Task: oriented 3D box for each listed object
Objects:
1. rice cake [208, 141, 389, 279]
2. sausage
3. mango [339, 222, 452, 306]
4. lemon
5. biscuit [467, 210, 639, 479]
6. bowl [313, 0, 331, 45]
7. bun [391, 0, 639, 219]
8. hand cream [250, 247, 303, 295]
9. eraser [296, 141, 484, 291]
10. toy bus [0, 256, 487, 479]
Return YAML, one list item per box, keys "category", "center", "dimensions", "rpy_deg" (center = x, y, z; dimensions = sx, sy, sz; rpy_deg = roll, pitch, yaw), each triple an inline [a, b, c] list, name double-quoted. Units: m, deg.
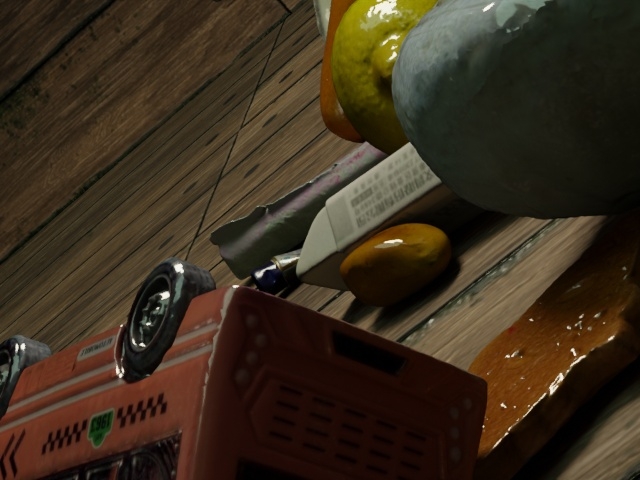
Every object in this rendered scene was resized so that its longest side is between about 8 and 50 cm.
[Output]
- category: "rice cake"
  center: [-0.005, -0.053, 2.127]
  dimensions: [0.290, 0.081, 0.051]
  rpy_deg: [-35, 28, 31]
- category: "sausage"
  center: [0.059, -0.222, 2.065]
  dimensions: [0.105, 0.105, 0.274]
  rpy_deg: [-58, -18, -51]
- category: "mango"
  center: [0.068, 0.019, 1.686]
  dimensions: [0.080, 0.060, 0.114]
  rpy_deg: [-31, 2, -32]
- category: "lemon"
  center: [0.101, -0.167, 1.932]
  dimensions: [0.184, 0.184, 0.248]
  rpy_deg: [-42, -8, 5]
- category: "biscuit"
  center: [0.149, 0.076, 1.272]
  dimensions: [0.183, 0.043, 0.280]
  rpy_deg: [-23, 18, 48]
- category: "bowl"
  center: [0.133, -0.295, 2.182]
  dimensions: [0.157, 0.337, 0.337]
  rpy_deg: [-10, -3, -26]
- category: "bun"
  center: [0.226, -0.150, 1.373]
  dimensions: [0.362, 0.211, 0.362]
  rpy_deg: [-38, 4, 3]
- category: "hand cream"
  center: [0.000, 0.000, 2.043]
  dimensions: [0.163, 0.039, 0.062]
  rpy_deg: [-38, 9, -8]
- category: "eraser"
  center: [0.117, -0.060, 1.713]
  dimensions: [0.352, 0.089, 0.061]
  rpy_deg: [-35, 57, 35]
- category: "toy bus"
  center: [-0.092, 0.174, 1.263]
  dimensions: [0.427, 0.203, 0.233]
  rpy_deg: [-25, 48, 55]
